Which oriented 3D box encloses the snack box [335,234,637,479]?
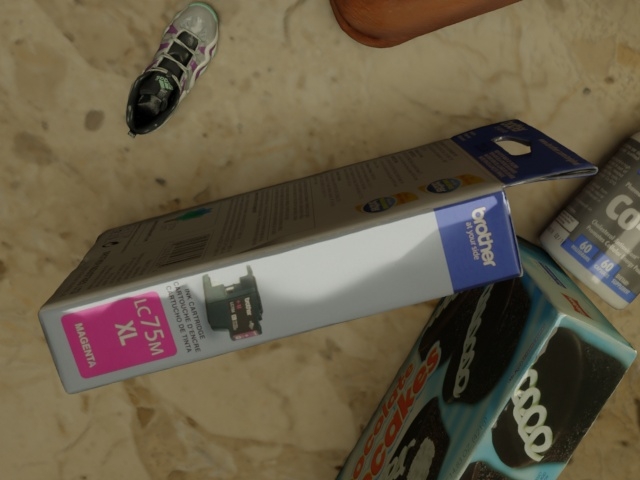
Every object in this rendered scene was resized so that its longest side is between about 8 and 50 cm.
[{"bbox_3d":[0.075,0.159,0.633,0.060,0.187,0.322,26,104,-10],"label":"snack box"}]

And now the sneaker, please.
[{"bbox_3d":[-0.097,-0.108,0.605,0.038,0.069,0.098,27,104,-10],"label":"sneaker"}]

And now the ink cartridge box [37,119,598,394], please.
[{"bbox_3d":[0.000,0.000,0.581,0.311,0.186,0.065,-17,104,2],"label":"ink cartridge box"}]

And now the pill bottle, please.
[{"bbox_3d":[0.224,-0.026,0.640,0.078,0.078,0.137,37,102,-12],"label":"pill bottle"}]

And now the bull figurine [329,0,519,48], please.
[{"bbox_3d":[0.132,-0.218,0.536,0.310,0.101,0.188,-15,103,20],"label":"bull figurine"}]
